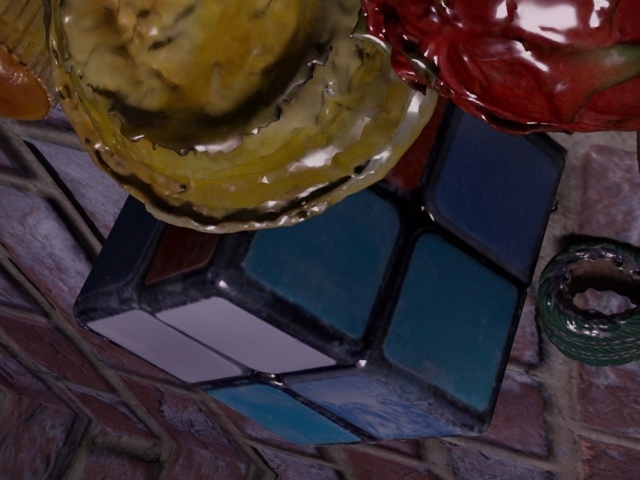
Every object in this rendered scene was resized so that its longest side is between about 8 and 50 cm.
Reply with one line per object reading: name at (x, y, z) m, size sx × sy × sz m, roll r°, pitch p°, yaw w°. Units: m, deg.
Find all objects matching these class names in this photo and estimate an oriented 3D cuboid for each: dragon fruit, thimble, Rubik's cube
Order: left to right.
Rubik's cube at (0.000, 0.000, 1.136) m, size 0.318 × 0.316 × 0.313 m, roll 32°, pitch 155°, yaw -25°
dragon fruit at (0.161, -0.186, 0.701) m, size 0.244 × 0.299 × 0.244 m, roll 58°, pitch 166°, yaw 23°
thimble at (0.304, 0.069, 1.266) m, size 0.135 × 0.118 × 0.090 m, roll 13°, pitch 155°, yaw 20°

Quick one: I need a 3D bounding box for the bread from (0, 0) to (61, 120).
bread at (-0.368, -0.225, 1.199) m, size 0.250 × 0.133 × 0.179 m, roll 34°, pitch 157°, yaw -24°

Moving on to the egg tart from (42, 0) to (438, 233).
egg tart at (-0.071, -0.170, 0.842) m, size 0.345 × 0.345 × 0.132 m, roll 14°, pitch -170°, yaw 17°

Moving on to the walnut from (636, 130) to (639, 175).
walnut at (0.339, -0.069, 0.861) m, size 0.224 × 0.224 × 0.224 m, roll 18°, pitch 156°, yaw 8°

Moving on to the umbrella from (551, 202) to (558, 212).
umbrella at (0.225, -0.020, 1.276) m, size 0.022 × 0.013 × 0.122 m, roll 38°, pitch 155°, yaw -7°
